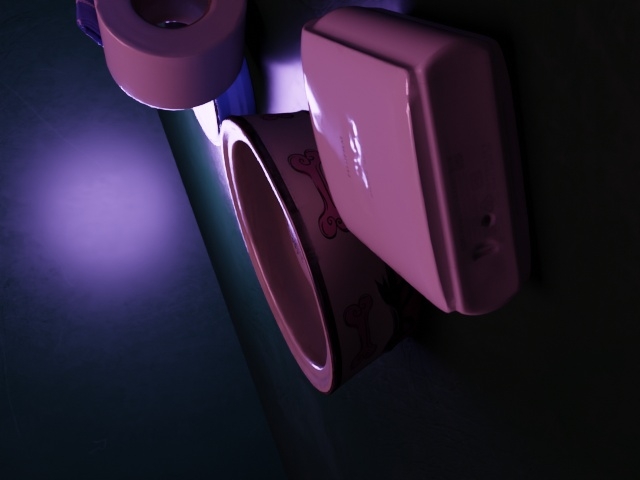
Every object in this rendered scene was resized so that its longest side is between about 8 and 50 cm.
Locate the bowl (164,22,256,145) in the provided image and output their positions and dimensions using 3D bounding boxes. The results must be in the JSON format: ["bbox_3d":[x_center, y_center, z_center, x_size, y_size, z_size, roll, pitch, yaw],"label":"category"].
[{"bbox_3d":[-0.235,-0.374,1.754,0.391,0.077,0.391,159,90,-77],"label":"bowl"}]

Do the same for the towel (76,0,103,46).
[{"bbox_3d":[-0.397,-0.486,1.639,0.243,0.040,0.336,34,-140,-61],"label":"towel"}]

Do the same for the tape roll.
[{"bbox_3d":[-0.247,-0.364,1.454,0.169,0.246,0.246,108,140,-68],"label":"tape roll"}]

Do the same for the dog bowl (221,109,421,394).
[{"bbox_3d":[0.000,0.000,1.218,0.408,0.150,0.408,159,90,-77],"label":"dog bowl"}]

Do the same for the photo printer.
[{"bbox_3d":[0.077,-0.097,0.859,0.307,0.107,0.256,-135,28,-60],"label":"photo printer"}]
